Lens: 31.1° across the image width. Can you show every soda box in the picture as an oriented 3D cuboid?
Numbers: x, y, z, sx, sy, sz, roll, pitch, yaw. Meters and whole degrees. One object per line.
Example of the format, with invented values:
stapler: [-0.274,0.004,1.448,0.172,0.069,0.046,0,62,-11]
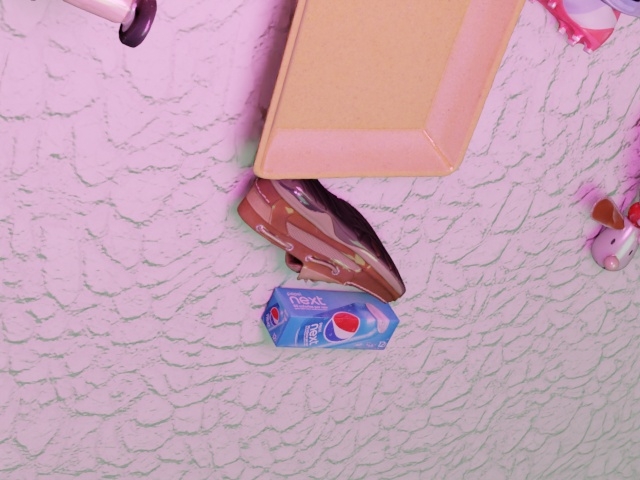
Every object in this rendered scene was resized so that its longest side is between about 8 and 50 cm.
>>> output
soda box: [0.018,0.126,1.838,0.210,0.071,0.067,4,126,-32]

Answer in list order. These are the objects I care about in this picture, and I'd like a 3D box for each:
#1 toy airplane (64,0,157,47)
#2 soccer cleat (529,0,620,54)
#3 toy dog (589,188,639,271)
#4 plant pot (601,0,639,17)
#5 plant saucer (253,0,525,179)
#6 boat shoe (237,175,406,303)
toy airplane: [-0.142,-0.398,1.138,0.384,0.272,0.386,0,151,11]
soccer cleat: [0.343,-0.354,1.596,0.095,0.083,0.248,-54,135,0]
toy dog: [0.562,-0.054,1.898,0.220,0.161,0.334,13,126,14]
plant pot: [0.326,-0.442,1.316,0.341,0.334,0.341,-16,135,-16]
plant saucer: [0.081,-0.241,1.540,0.333,0.081,0.333,-2,129,-27]
boat shoe: [0.000,0.000,1.695,0.120,0.122,0.324,-38,128,13]
